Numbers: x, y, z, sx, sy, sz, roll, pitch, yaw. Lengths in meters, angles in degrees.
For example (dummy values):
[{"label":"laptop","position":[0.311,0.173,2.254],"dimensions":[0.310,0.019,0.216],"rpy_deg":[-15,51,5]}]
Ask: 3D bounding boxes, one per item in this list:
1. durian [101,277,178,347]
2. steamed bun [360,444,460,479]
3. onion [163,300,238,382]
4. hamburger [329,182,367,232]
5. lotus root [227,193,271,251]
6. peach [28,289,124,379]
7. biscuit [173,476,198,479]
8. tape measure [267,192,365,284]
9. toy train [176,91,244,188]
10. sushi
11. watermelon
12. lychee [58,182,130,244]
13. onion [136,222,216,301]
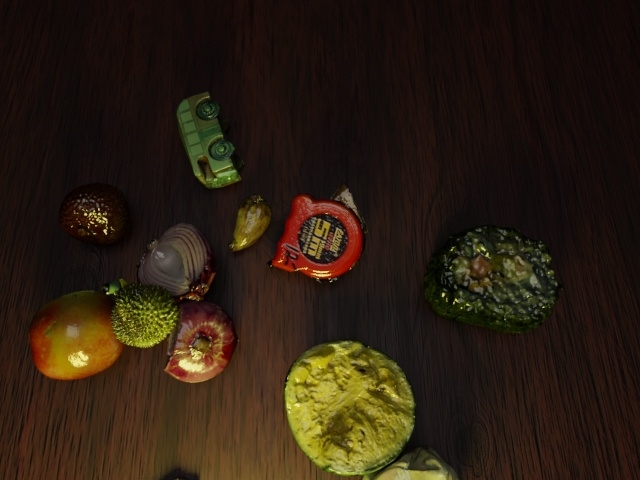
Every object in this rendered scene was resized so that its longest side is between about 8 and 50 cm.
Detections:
[{"label":"durian","position":[-0.447,0.184,1.108],"dimensions":[0.198,0.146,0.159],"rpy_deg":[17,108,38]},{"label":"steamed bun","position":[0.195,0.628,1.065],"dimensions":[0.207,0.268,0.280],"rpy_deg":[21,62,35]},{"label":"onion","position":[-0.316,0.273,1.181],"dimensions":[0.201,0.200,0.207],"rpy_deg":[6,54,-1]},{"label":"hamburger","position":[0.071,-0.085,1.373],"dimensions":[0.102,0.087,0.176],"rpy_deg":[-26,85,7]},{"label":"lotus root","position":[-0.219,-0.045,1.338],"dimensions":[0.108,0.094,0.190],"rpy_deg":[16,79,37]},{"label":"peach","position":[-0.632,0.247,1.147],"dimensions":[0.231,0.231,0.231],"rpy_deg":[1,71,-3]},{"label":"biscuit","position":[-0.420,0.716,1.089],"dimensions":[0.290,0.038,0.141],"rpy_deg":[-30,76,-12]},{"label":"tape measure","position":[0.000,-0.001,1.286],"dimensions":[0.260,0.114,0.253],"rpy_deg":[19,94,4]},{"label":"toy train","position":[-0.357,-0.321,1.402],"dimensions":[0.159,0.129,0.326],"rpy_deg":[-20,74,-3]},{"label":"sushi","position":[0.495,0.105,1.278],"dimensions":[0.352,0.178,0.294],"rpy_deg":[13,69,0]},{"label":"watermelon","position":[0.066,0.431,1.136],"dimensions":[0.331,0.189,0.330],"rpy_deg":[6,54,-8]},{"label":"lychee","position":[-0.653,-0.081,1.276],"dimensions":[0.194,0.194,0.194],"rpy_deg":[1,71,-3]},{"label":"onion","position":[-0.379,0.093,1.237],"dimensions":[0.227,0.120,0.283],"rpy_deg":[-46,53,-4]}]
